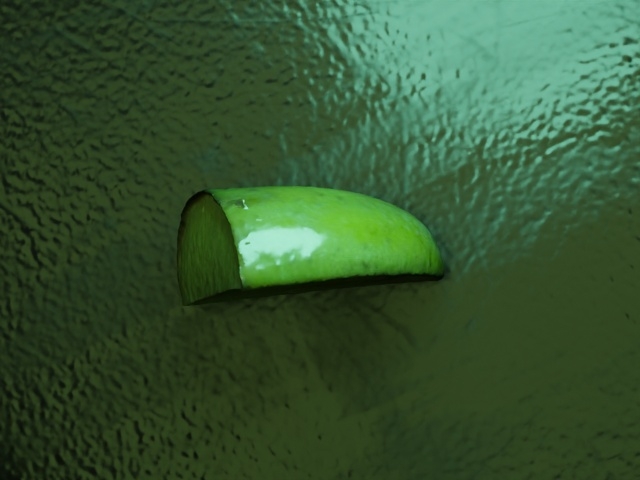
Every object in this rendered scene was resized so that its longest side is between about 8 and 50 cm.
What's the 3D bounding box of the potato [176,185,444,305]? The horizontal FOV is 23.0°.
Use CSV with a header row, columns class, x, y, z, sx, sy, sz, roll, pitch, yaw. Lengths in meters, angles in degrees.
class,x,y,z,sx,sy,sz,roll,pitch,yaw
potato,0.000,0.000,1.602,0.255,0.269,0.112,-3,87,-19
